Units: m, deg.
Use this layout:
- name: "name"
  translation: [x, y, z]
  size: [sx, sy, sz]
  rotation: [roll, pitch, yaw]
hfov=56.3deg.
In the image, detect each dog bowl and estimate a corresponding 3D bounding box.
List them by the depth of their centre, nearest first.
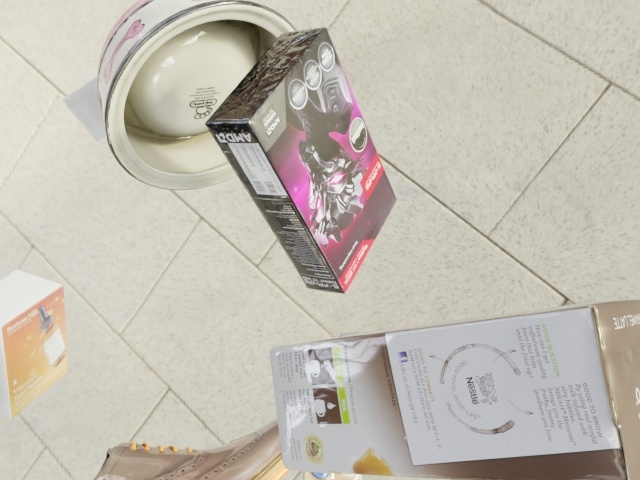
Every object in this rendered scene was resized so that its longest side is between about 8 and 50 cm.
- name: "dog bowl"
  translation: [-0.230, -0.296, 1.136]
  size: [0.408, 0.408, 0.150]
  rotation: [-44, 60, 12]

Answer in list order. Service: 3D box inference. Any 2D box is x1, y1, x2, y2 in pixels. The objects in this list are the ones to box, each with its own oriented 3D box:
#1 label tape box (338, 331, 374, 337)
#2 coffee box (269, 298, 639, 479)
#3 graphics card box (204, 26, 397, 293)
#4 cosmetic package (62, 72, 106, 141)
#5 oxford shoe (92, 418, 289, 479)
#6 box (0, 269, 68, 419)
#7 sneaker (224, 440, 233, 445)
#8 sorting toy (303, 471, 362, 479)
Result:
- name: "label tape box"
  translation: [0.113, 0.308, 1.321]
  size: [0.334, 0.240, 0.106]
  rotation: [-3, 46, 8]
- name: "coffee box"
  translation: [0.102, 0.108, 0.435]
  size: [0.246, 0.141, 0.098]
  rotation: [-15, 78, 39]
- name: "graphics card box"
  translation: [-0.007, -0.116, 0.961]
  size: [0.094, 0.371, 0.233]
  rotation: [7, 50, 37]
- name: "cosmetic package"
  translation: [-0.435, -0.333, 1.321]
  size: [0.231, 0.085, 0.117]
  rotation: [-29, 118, 10]
- name: "oxford shoe"
  translation: [-0.167, 0.267, 0.660]
  size: [0.133, 0.364, 0.130]
  rotation: [59, 144, 14]
- name: "box"
  translation: [-0.462, 0.154, 0.901]
  size: [0.091, 0.130, 0.170]
  rotation: [16, 118, 12]
- name: "sneaker"
  translation: [-0.175, 0.670, 1.556]
  size: [0.114, 0.152, 0.305]
  rotation: [-27, 114, 2]
- name: "sorting toy"
  translation: [0.033, 0.523, 1.263]
  size: [0.132, 0.046, 0.274]
  rotation: [7, 66, -20]
